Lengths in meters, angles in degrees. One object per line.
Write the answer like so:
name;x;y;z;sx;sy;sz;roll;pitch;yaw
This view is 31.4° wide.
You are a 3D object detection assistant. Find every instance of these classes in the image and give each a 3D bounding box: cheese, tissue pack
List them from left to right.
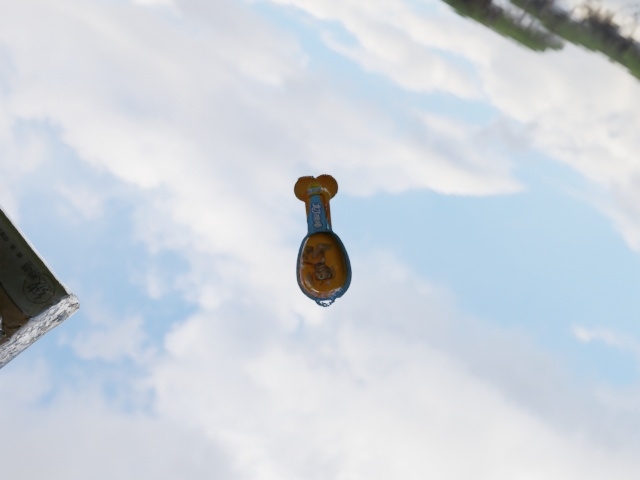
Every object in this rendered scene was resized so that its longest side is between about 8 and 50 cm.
tissue pack;-0.546;0.036;1.724;0.305;0.238;0.238;51;-153;4
cheese;0.000;0.000;0.943;0.047;0.111;0.017;-6;173;7
